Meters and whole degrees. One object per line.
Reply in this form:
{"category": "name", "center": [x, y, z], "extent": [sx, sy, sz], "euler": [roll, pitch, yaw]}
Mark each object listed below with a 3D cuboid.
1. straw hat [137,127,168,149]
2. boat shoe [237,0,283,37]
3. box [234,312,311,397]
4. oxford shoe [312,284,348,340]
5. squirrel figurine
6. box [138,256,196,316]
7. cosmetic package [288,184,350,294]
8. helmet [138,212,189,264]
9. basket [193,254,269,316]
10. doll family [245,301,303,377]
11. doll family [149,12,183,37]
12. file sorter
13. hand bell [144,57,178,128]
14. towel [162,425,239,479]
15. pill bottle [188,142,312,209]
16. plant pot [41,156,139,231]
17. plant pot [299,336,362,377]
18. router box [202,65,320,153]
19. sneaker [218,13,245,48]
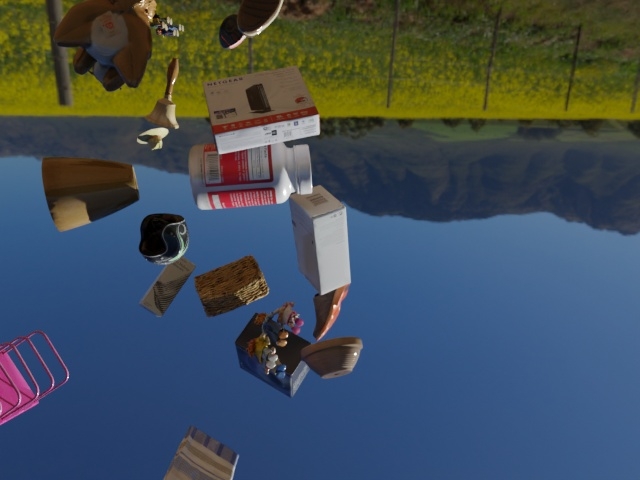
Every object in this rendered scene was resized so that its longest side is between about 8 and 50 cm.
{"category": "straw hat", "center": [-0.708, -0.421, 2.249], "extent": [0.144, 0.061, 0.144], "euler": [-21, 175, -2]}
{"category": "boat shoe", "center": [-0.143, -0.638, 1.413], "extent": [0.095, 0.258, 0.095], "euler": [28, 164, -2]}
{"category": "box", "center": [-0.210, 0.518, 2.357], "extent": [0.296, 0.294, 0.183], "euler": [26, -123, 15]}
{"category": "oxford shoe", "center": [0.022, 0.321, 2.541], "extent": [0.132, 0.364, 0.130], "euler": [28, -156, 13]}
{"category": "squirrel figurine", "center": [-0.692, -0.710, 1.823], "extent": [0.280, 0.397, 0.370], "euler": [21, 177, -15]}
{"category": "box", "center": [-0.680, 0.197, 2.338], "extent": [0.113, 0.275, 0.094], "euler": [37, 158, -18]}
{"category": "cosmetic package", "center": [0.000, 0.000, 2.129], "extent": [0.156, 0.385, 0.217], "euler": [-20, -144, -21]}
{"category": "helmet", "center": [-0.530, 0.000, 1.788], "extent": [0.169, 0.162, 0.169], "euler": [7, -163, -2]}
{"category": "basket", "center": [-0.381, 0.245, 2.346], "extent": [0.299, 0.223, 0.213], "euler": [-22, -141, -14]}
{"category": "doll family", "center": [-0.171, 0.319, 1.755], "extent": [0.118, 0.263, 0.163], "euler": [18, -174, -34]}
{"category": "doll family", "center": [-0.633, -0.853, 2.096], "extent": [0.111, 0.076, 0.193], "euler": [4, -179, 16]}
{"category": "file sorter", "center": [-0.912, 0.402, 1.510], "extent": [0.182, 0.202, 0.290], "euler": [-34, 179, 11]}
{"category": "hand bell", "center": [-0.559, -0.550, 1.941], "extent": [0.126, 0.242, 0.126], "euler": [18, -162, -6]}
{"category": "towel", "center": [-0.372, 0.728, 1.665], "extent": [0.209, 0.034, 0.285], "euler": [35, -162, -7]}
{"category": "pill bottle", "center": [-0.238, -0.236, 1.845], "extent": [0.407, 0.229, 0.229], "euler": [-5, -166, -3]}
{"category": "plant pot", "center": [-0.721, -0.166, 1.684], "extent": [0.254, 0.237, 0.237], "euler": [-10, -164, -14]}
{"category": "plant pot", "center": [0.047, 0.443, 1.949], "extent": [0.237, 0.110, 0.237], "euler": [-10, 157, -4]}
{"category": "router box", "center": [-0.201, -0.436, 1.727], "extent": [0.335, 0.082, 0.301], "euler": [-13, -130, -9]}
{"category": "sneaker", "center": [-0.286, -0.901, 2.164], "extent": [0.313, 0.116, 0.136], "euler": [-39, 170, 26]}
